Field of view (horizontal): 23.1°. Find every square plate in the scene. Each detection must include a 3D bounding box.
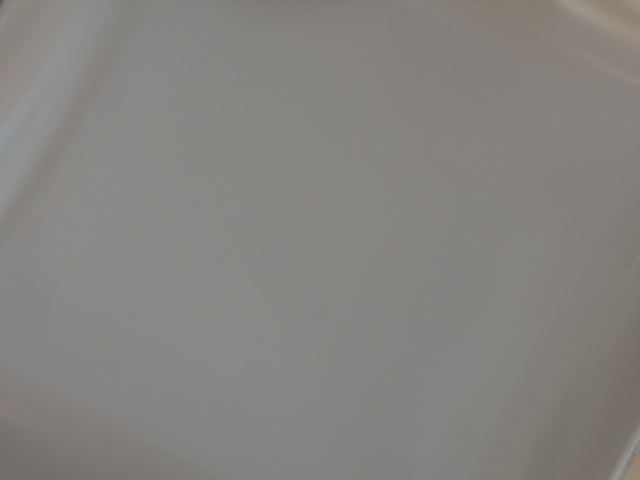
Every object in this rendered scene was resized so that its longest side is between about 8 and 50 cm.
[{"bbox_3d":[0.000,0.000,0.695,0.347,0.049,0.344,31,-92,-9],"label":"square plate"}]
